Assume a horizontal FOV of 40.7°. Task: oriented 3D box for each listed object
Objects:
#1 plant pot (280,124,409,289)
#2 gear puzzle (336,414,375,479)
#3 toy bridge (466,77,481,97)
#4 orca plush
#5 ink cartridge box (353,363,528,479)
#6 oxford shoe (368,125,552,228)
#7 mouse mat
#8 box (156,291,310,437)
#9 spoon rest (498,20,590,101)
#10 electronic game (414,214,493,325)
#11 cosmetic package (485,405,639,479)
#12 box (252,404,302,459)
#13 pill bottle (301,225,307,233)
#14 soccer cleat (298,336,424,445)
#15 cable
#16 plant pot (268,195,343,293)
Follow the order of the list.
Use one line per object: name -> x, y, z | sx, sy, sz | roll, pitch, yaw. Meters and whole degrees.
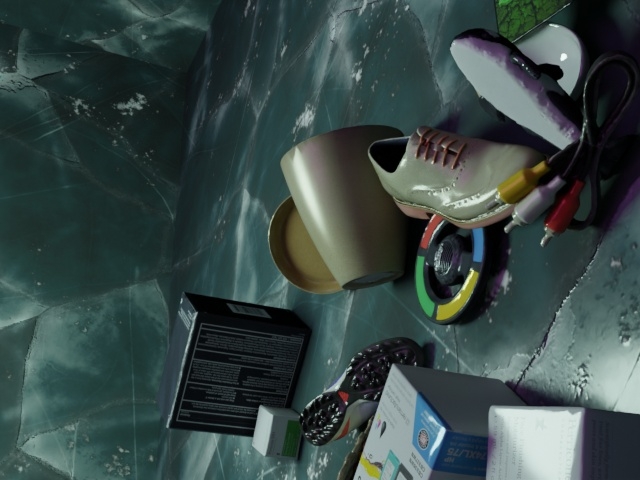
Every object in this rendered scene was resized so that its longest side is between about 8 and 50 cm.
plant pot -> 0.072, -0.051, 1.704 | 0.256, 0.256, 0.274 | -38, 60, 58
gear puzzle -> 0.056, 0.438, 1.493 | 0.339, 0.044, 0.175 | -33, -42, -69
toy bridge -> 0.304, -0.271, 1.493 | 0.188, 0.026, 0.063 | -139, 60, -65
orca plush -> 0.323, -0.219, 1.217 | 0.102, 0.287, 0.151 | -45, -26, -19
ink cartridge box -> 0.181, 0.351, 1.239 | 0.198, 0.197, 0.270 | -133, 58, -65
oxford shoe -> 0.210, -0.114, 1.416 | 0.140, 0.146, 0.397 | -56, 25, -19
mouse mat -> 0.315, -0.392, 1.302 | 0.189, 0.007, 0.152 | 154, 112, -64
box -> -0.220, 0.307, 2.115 | 0.183, 0.296, 0.294 | -147, 71, -66
spoon rest -> 0.339, -0.301, 1.347 | 0.276, 0.084, 0.137 | -100, 30, -44
electronic game -> 0.227, 0.033, 1.495 | 0.229, 0.048, 0.229 | -168, 90, -68
cosmetic package -> 0.309, 0.278, 1.024 | 0.183, 0.151, 0.151 | 157, 121, -64
box -> -0.099, 0.450, 2.026 | 0.102, 0.087, 0.101 | -173, 94, -68
pill bottle -> 0.010, -0.024, 1.965 | 0.065, 0.116, 0.065 | -169, 90, -69
soccer cleat -> 0.091, 0.280, 1.643 | 0.318, 0.116, 0.108 | -45, 68, 29
cable -> 0.347, -0.106, 1.143 | 0.072, 0.139, 0.287 | -54, -4, -49
plant pot -> 0.000, 0.000, 1.897 | 0.032, 0.236, 0.236 | -31, -37, -67
